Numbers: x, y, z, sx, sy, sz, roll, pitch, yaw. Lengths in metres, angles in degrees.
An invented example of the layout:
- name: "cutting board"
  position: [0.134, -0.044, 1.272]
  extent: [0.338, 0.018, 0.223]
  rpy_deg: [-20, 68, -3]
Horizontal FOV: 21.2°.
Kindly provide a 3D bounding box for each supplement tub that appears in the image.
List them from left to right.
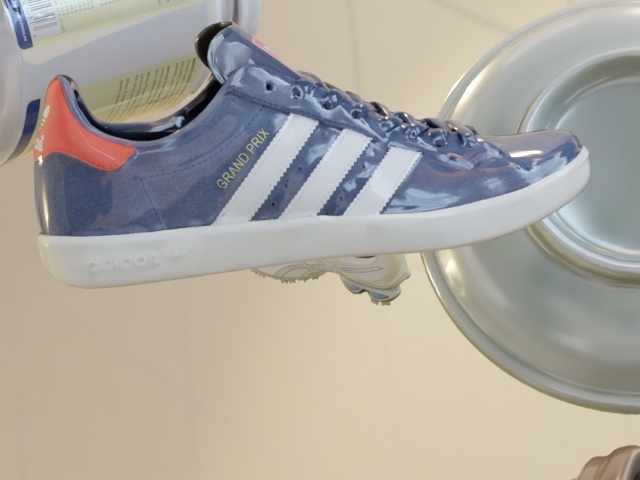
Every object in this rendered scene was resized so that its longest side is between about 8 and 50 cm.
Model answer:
- name: "supplement tub"
  position: [-0.239, -0.209, 1.574]
  extent: [0.325, 0.235, 0.235]
  rpy_deg: [-23, -25, -40]

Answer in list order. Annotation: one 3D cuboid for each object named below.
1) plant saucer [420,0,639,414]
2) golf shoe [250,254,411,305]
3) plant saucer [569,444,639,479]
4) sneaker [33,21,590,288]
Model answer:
- name: "plant saucer"
  position: [0.276, -0.053, 1.478]
  extent: [0.400, 0.400, 0.100]
  rpy_deg: [-29, -23, -2]
- name: "golf shoe"
  position: [0.000, 0.000, 1.619]
  extent: [0.176, 0.069, 0.086]
  rpy_deg: [11, -36, 12]
- name: "plant saucer"
  position: [0.076, 0.206, 0.587]
  extent: [0.041, 0.277, 0.278]
  rpy_deg: [7, -22, 15]
- name: "sneaker"
  position: [-0.005, -0.066, 1.052]
  extent: [0.350, 0.148, 0.131]
  rpy_deg: [-8, 9, -10]
